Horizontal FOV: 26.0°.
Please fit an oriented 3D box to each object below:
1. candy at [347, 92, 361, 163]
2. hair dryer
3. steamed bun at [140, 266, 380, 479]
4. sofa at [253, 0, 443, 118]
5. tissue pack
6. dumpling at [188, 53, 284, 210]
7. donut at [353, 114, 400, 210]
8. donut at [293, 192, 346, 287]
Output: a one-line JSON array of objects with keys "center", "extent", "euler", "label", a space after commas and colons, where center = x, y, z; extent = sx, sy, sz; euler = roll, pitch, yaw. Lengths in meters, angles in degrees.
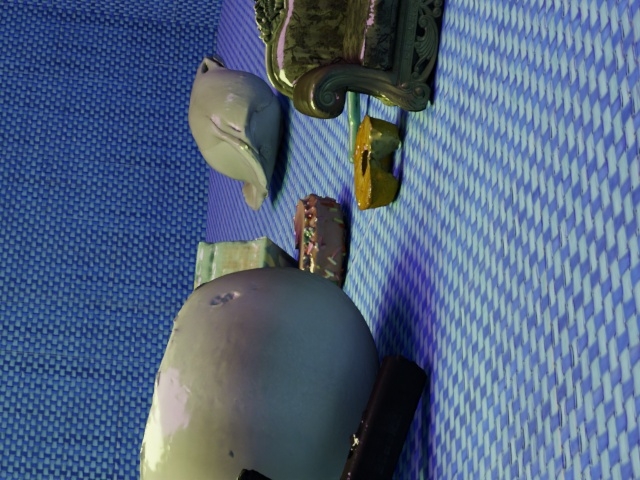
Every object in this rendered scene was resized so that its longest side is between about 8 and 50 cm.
[{"center": [0.040, -0.319, 1.785], "extent": [0.119, 0.119, 0.440], "euler": [175, 92, -81], "label": "candy"}, {"center": [0.031, 0.220, 1.291], "extent": [0.251, 0.197, 0.089], "euler": [-65, 4, -23], "label": "hair dryer"}, {"center": [-0.045, 0.190, 1.460], "extent": [0.324, 0.206, 0.324], "euler": [12, -90, -75], "label": "steamed bun"}, {"center": [0.025, -0.257, 1.491], "extent": [0.200, 0.182, 0.258], "euler": [-139, 56, -78], "label": "sofa"}, {"center": [-0.090, 0.173, 1.885], "extent": [0.228, 0.128, 0.311], "euler": [42, -132, -64], "label": "tissue pack"}, {"center": [-0.148, -0.192, 2.631], "extent": [0.341, 0.181, 0.260], "euler": [34, 148, 43], "label": "dumpling"}, {"center": [0.064, -0.086, 1.573], "extent": [0.097, 0.043, 0.108], "euler": [156, 118, -79], "label": "donut"}, {"center": [0.000, 0.000, 1.846], "extent": [0.117, 0.065, 0.166], "euler": [105, 166, -55], "label": "donut"}]
